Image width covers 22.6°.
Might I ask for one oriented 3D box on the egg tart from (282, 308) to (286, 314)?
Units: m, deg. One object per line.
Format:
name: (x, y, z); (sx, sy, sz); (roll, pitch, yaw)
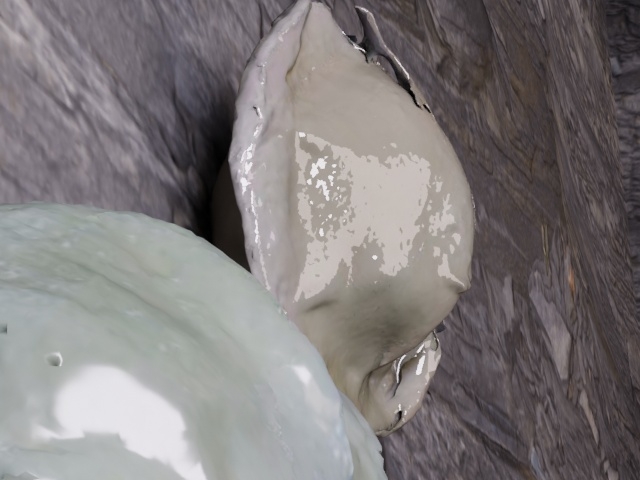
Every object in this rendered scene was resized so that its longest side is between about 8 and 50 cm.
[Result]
egg tart: (-0.053, 0.092, 0.788); (0.078, 0.197, 0.197); (-43, 127, -31)

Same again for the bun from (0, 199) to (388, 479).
bun: (-0.074, 0.154, 0.559); (0.362, 0.211, 0.362); (-10, 90, -80)

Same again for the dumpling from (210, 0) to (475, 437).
dumpling: (-0.007, -0.004, 1.018); (0.204, 0.163, 0.293); (-30, 115, -34)
